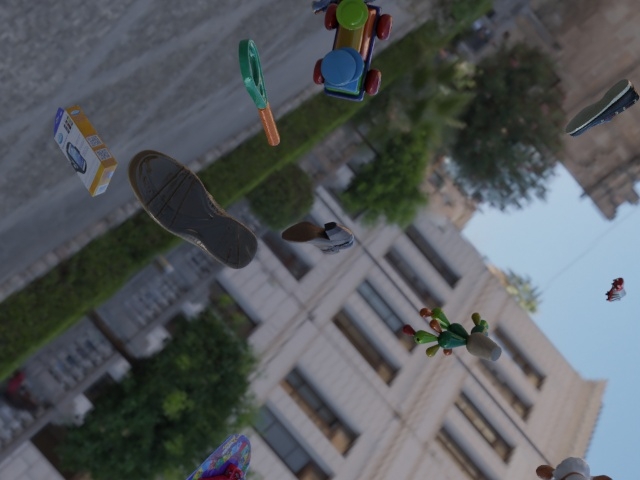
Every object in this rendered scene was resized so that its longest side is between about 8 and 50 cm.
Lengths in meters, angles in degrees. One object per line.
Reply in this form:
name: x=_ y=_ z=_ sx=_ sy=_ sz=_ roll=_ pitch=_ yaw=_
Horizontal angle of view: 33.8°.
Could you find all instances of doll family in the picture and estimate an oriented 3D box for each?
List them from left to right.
doll family: x=0.072 y=-0.462 z=1.984 sx=0.193 sy=0.076 sz=0.111 roll=-41 pitch=-150 yaw=-13

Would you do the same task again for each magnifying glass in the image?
magnifying glass: x=-0.112 y=-0.271 z=1.954 sx=0.026 sy=0.231 sz=0.092 roll=-6 pitch=-135 yaw=9

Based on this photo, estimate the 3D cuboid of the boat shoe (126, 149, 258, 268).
boat shoe: x=-0.274 y=-0.062 z=2.139 sx=0.122 sy=0.341 sz=0.110 roll=-50 pitch=-147 yaw=-9

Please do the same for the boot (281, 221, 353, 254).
boot: x=0.000 y=0.000 z=1.891 sx=0.118 sy=0.042 sz=0.087 roll=-8 pitch=152 yaw=17

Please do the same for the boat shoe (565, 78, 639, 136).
boat shoe: x=0.472 y=-0.213 z=1.765 sx=0.133 sy=0.042 sz=0.049 roll=-38 pitch=-154 yaw=20

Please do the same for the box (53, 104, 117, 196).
box: x=-0.371 y=-0.146 z=1.648 sx=0.028 sy=0.136 sz=0.081 roll=-23 pitch=162 yaw=-37

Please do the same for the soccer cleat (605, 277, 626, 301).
soccer cleat: x=0.597 y=0.098 z=2.106 sx=0.083 sy=0.035 sz=0.029 roll=100 pitch=-8 yaw=-57

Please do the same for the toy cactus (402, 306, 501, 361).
toy cactus: x=0.289 y=0.207 z=2.169 sx=0.180 sy=0.219 sz=0.112 roll=27 pitch=-78 yaw=46

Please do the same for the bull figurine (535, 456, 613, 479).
bull figurine: x=0.363 y=0.409 z=1.336 sx=0.101 sy=0.188 sz=0.310 roll=2 pitch=-167 yaw=-21

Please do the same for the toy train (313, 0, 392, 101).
toy train: x=0.054 y=-0.342 z=1.593 sx=0.143 sy=0.105 sz=0.248 roll=-21 pitch=123 yaw=-83

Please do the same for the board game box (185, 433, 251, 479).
board game box: x=-0.143 y=0.352 z=1.479 sx=0.168 sy=0.033 sz=0.133 roll=-42 pitch=148 yaw=-32
